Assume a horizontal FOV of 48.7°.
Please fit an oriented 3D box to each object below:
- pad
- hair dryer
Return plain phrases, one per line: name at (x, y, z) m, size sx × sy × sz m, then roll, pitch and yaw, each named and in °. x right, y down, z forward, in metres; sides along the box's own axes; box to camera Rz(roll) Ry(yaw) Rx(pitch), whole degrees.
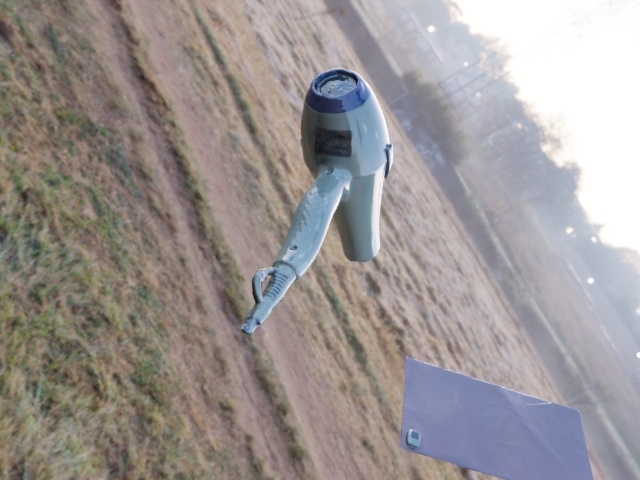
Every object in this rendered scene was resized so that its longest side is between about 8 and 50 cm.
pad at (0.166, 0.174, 0.661) m, size 0.187 × 0.006 × 0.113 m, roll 18°, pitch 36°, yaw -4°
hair dryer at (0.007, 0.003, 0.497) m, size 0.167 × 0.067 × 0.199 m, roll 63°, pitch 40°, yaw -57°
